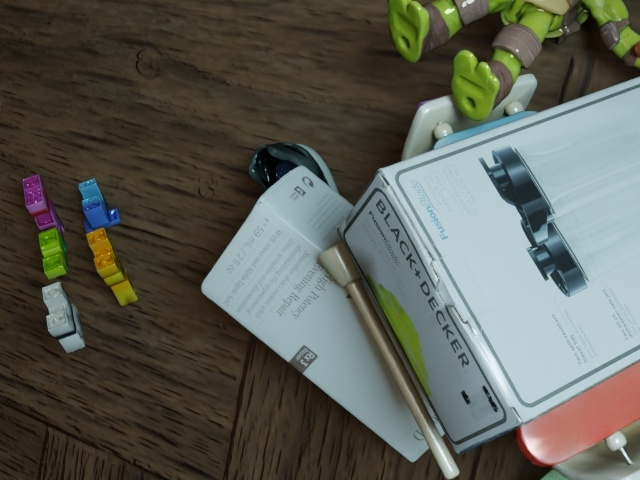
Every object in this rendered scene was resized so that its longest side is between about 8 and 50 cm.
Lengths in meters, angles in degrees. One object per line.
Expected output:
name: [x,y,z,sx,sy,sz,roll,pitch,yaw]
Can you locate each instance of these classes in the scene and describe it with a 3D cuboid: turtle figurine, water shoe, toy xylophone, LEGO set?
turtle figurine: [0.156,-0.198,0.678,0.217,0.087,0.269,-35,84,-19]
water shoe: [0.000,0.000,0.803,0.073,0.080,0.203,-43,70,24]
toy xylophone: [0.149,0.041,0.656,0.322,0.236,0.081,56,153,11]
LEGO set: [-0.243,0.024,0.941,0.087,0.093,0.227,-20,47,-5]

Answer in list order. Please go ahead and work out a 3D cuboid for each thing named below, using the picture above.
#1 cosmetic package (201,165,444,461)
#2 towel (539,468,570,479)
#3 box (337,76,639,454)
cosmetic package: [0.030,0.060,0.731,0.231,0.085,0.117,39,126,3]
towel: [0.245,0.330,0.649,0.248,0.038,0.325,-42,67,-1]
box: [0.177,-0.001,0.587,0.169,0.290,0.087,61,153,14]
